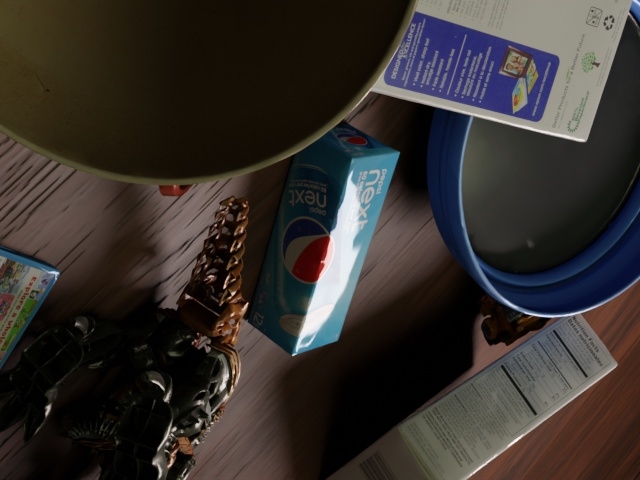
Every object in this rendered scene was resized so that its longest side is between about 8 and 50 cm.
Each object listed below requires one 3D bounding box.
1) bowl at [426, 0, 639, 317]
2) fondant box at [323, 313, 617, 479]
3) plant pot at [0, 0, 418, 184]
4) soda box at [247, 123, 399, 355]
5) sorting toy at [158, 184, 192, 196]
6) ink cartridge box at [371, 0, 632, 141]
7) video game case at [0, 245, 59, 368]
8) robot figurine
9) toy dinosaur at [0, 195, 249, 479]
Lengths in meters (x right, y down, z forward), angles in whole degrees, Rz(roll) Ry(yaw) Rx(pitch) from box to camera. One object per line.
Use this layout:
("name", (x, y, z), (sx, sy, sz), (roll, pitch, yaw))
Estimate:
("bowl", (0.279, -0.109, 1.130), (0.391, 0.077, 0.391), (-13, 114, -30))
("fondant box", (0.184, 0.233, 1.291), (0.330, 0.096, 0.238), (-25, 165, -34))
("plant pot", (-0.075, -0.197, 0.554), (0.191, 0.284, 0.284), (-72, 176, -61))
("soda box", (0.000, 0.000, 0.970), (0.071, 0.067, 0.210), (-13, 127, -48))
("sorting toy", (-0.104, -0.084, 0.793), (0.102, 0.042, 0.061), (-58, 165, -20))
("ink cartridge box", (0.134, -0.196, 0.911), (0.332, 0.065, 0.165), (8, 104, -37))
("video game case", (-0.268, 0.048, 0.707), (0.119, 0.015, 0.166), (-58, 148, 1))
("robot figurine", (0.331, 0.043, 1.351), (0.291, 0.085, 0.211), (-27, 163, -10))
("toy dinosaur", (-0.141, 0.114, 0.855), (0.218, 0.164, 0.322), (-17, 114, -64))
